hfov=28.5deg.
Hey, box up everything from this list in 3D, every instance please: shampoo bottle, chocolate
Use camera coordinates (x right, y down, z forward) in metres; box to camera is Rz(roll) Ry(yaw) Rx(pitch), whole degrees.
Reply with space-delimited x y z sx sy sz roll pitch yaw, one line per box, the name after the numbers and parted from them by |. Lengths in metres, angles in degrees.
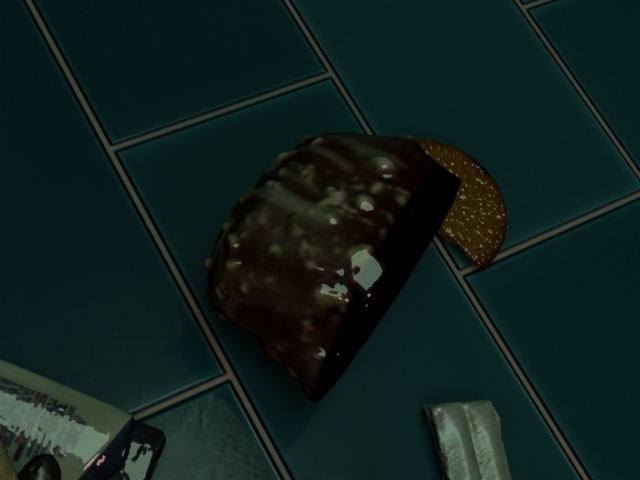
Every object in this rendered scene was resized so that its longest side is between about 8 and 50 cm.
-0.353 0.197 1.351 0.359 0.078 0.134 23 69 -2 | shampoo bottle
0.000 0.000 1.474 0.210 0.225 0.340 30 56 11 | chocolate

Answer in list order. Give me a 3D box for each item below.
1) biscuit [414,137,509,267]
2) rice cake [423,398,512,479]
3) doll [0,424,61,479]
0.173 -0.061 1.658 0.126 0.025 0.206 -37 78 -28 | biscuit
0.186 0.291 1.463 0.085 0.040 0.226 -4 64 -17 | rice cake
-0.330 0.292 1.248 0.135 0.143 0.234 -6 94 7 | doll
